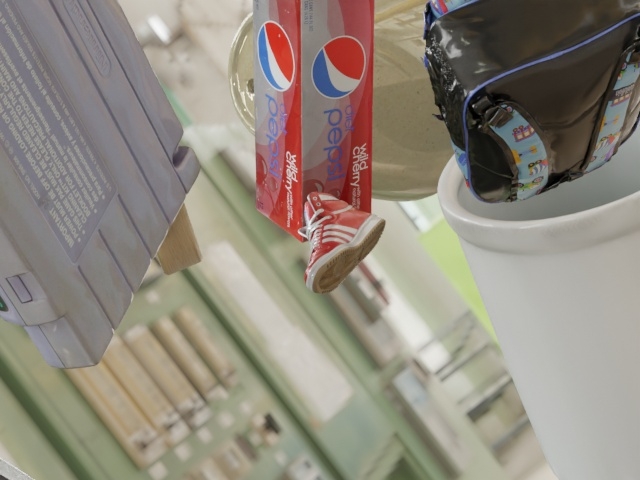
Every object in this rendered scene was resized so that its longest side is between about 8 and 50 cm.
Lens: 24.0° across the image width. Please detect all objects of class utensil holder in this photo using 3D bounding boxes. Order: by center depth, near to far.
[{"bbox_3d":[0.342,0.057,1.700,0.327,0.386,0.328,-18,25,9],"label":"utensil holder"}]

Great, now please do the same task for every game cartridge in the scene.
[{"bbox_3d":[-0.208,-0.105,1.048,0.068,0.355,0.230,1,45,29],"label":"game cartridge"}]

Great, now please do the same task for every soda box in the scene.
[{"bbox_3d":[-0.006,-0.138,1.413,0.083,0.263,0.092,-17,32,-29],"label":"soda box"}]

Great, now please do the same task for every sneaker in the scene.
[{"bbox_3d":[0.000,0.000,1.241,0.118,0.067,0.042,-40,-26,-53],"label":"sneaker"}]

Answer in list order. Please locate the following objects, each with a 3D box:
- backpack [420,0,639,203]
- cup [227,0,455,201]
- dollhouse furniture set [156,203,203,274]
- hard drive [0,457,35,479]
[{"bbox_3d":[0.153,-0.111,1.066,0.158,0.117,0.173,-25,-30,-6],"label":"backpack"},{"bbox_3d":[0.024,-0.211,1.900,0.237,0.331,0.331,-3,-27,-44],"label":"cup"},{"bbox_3d":[-0.326,-0.013,1.572,0.355,0.174,0.303,-23,-34,-8],"label":"dollhouse furniture set"},{"bbox_3d":[-0.396,0.248,1.645,0.054,0.254,0.172,-61,-29,-9],"label":"hard drive"}]
